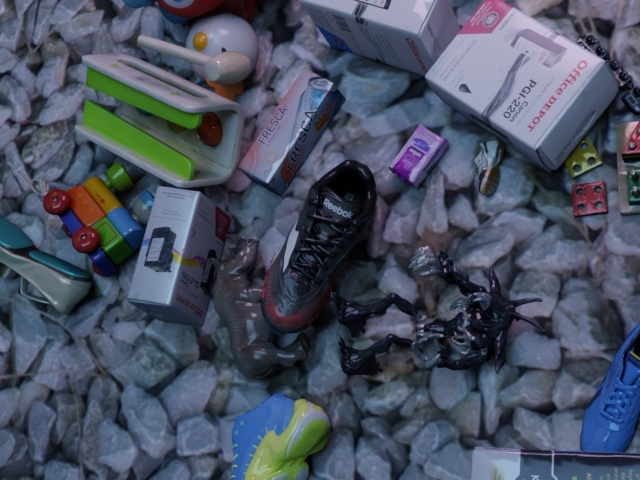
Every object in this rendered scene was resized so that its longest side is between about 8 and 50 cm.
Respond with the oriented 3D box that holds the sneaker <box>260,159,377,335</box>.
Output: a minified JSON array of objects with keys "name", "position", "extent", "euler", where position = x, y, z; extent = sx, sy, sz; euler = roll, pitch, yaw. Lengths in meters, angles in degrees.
[{"name":"sneaker","position":[0.000,0.000,1.822],"extent":[0.097,0.135,0.276],"euler":[28,68,3]}]

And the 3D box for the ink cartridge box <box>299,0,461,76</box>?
[{"name":"ink cartridge box","position":[0.092,-0.324,1.928],"extent":[0.203,0.148,0.086],"euler":[21,78,25]}]

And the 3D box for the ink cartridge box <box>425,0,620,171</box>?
[{"name":"ink cartridge box","position":[0.280,-0.220,1.841],"extent":[0.218,0.092,0.158],"euler":[38,90,30]}]

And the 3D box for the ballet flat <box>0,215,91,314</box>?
[{"name":"ballet flat","position":[-0.464,0.038,2.054],"extent":[0.248,0.086,0.086],"euler":[30,84,26]}]

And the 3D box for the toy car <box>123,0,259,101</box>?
[{"name":"toy car","position":[-0.165,-0.324,2.009],"extent":[0.219,0.210,0.238],"euler":[-13,80,27]}]

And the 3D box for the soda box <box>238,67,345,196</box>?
[{"name":"soda box","position":[-0.042,-0.161,1.972],"extent":[0.063,0.058,0.183],"euler":[30,85,27]}]

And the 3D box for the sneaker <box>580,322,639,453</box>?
[{"name":"sneaker","position":[0.384,0.187,1.674],"extent":[0.069,0.082,0.209],"euler":[27,84,25]}]

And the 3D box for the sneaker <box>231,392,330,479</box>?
[{"name":"sneaker","position":[-0.085,0.315,1.817],"extent":[0.126,0.091,0.240],"euler":[31,85,45]}]

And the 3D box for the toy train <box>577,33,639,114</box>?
[{"name":"toy train","position":[0.409,-0.230,1.844],"extent":[0.036,0.027,0.158],"euler":[-43,63,16]}]

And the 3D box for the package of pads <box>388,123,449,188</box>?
[{"name":"package of pads","position":[0.141,-0.122,1.903],"extent":[0.050,0.032,0.083],"euler":[35,86,30]}]

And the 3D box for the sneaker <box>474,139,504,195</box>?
[{"name":"sneaker","position":[0.233,-0.102,1.865],"extent":[0.037,0.032,0.083],"euler":[3,67,36]}]

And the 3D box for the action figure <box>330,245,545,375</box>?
[{"name":"action figure","position":[0.151,0.105,1.760],"extent":[0.275,0.141,0.164],"euler":[-12,61,19]}]

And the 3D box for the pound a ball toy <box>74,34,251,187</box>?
[{"name":"pound a ball toy","position":[-0.216,-0.215,1.963],"extent":[0.319,0.135,0.208],"euler":[26,115,38]}]

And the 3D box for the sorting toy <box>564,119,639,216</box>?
[{"name":"sorting toy","position":[0.454,-0.106,1.771],"extent":[0.274,0.046,0.132],"euler":[-4,70,20]}]

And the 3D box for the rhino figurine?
[{"name":"rhino figurine","position":[-0.099,0.090,1.897],"extent":[0.106,0.073,0.243],"euler":[-26,63,7]}]

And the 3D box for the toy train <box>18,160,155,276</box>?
[{"name":"toy train","position":[-0.353,-0.073,2.041],"extent":[0.143,0.105,0.248],"euler":[-38,62,-7]}]

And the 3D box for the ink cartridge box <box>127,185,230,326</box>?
[{"name":"ink cartridge box","position":[-0.204,0.026,1.928],"extent":[0.072,0.127,0.175],"euler":[8,75,20]}]

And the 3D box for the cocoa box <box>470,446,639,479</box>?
[{"name":"cocoa box","position":[0.301,0.431,1.533],"extent":[0.228,0.231,0.347],"euler":[-2,71,20]}]
